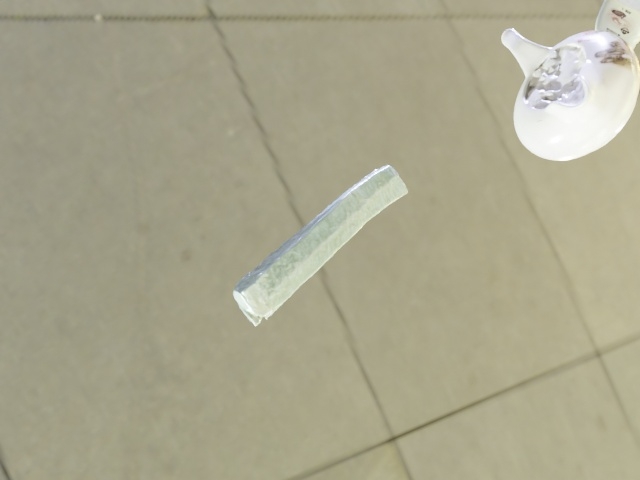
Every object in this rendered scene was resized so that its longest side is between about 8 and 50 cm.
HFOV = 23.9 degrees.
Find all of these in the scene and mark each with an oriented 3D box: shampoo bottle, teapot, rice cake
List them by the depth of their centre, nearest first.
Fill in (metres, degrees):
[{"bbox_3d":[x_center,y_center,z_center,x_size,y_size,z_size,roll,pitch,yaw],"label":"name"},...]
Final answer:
[{"bbox_3d":[0.000,0.000,1.578,0.245,0.042,0.045,-42,106,-31],"label":"rice cake"},{"bbox_3d":[0.353,-0.217,2.162,0.139,0.204,0.298,33,7,-25],"label":"teapot"},{"bbox_3d":[0.444,-0.309,2.267,0.077,0.152,0.045,30,54,9],"label":"shampoo bottle"}]
